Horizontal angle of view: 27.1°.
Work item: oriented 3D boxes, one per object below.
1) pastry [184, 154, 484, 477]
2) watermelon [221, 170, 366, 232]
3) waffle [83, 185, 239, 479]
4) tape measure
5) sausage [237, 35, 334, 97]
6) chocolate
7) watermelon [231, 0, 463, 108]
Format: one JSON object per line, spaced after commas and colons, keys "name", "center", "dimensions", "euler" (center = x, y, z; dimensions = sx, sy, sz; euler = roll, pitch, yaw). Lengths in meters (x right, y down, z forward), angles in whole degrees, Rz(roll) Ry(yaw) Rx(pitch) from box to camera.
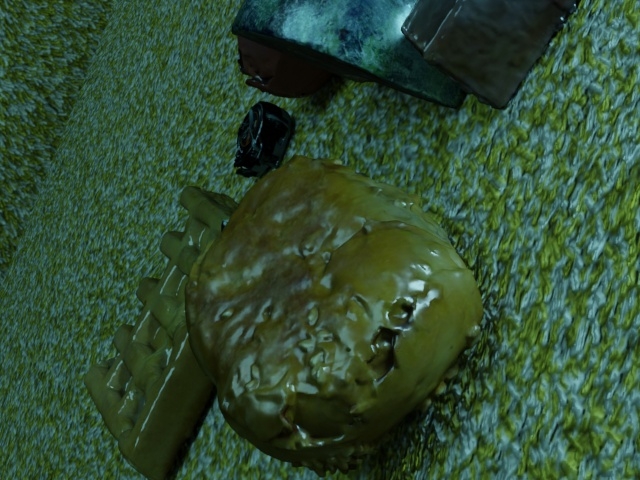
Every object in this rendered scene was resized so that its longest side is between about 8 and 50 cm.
{"name": "pastry", "center": [0.013, 0.067, 1.184], "dimensions": [0.255, 0.162, 0.311], "euler": [-37, 38, 9]}
{"name": "watermelon", "center": [0.002, 0.020, 1.430], "dimensions": [0.202, 0.136, 0.207], "euler": [-33, -22, -24]}
{"name": "waffle", "center": [-0.177, 0.105, 1.692], "dimensions": [0.348, 0.077, 0.304], "euler": [-62, 23, 3]}
{"name": "tape measure", "center": [-0.077, -0.137, 1.765], "dimensions": [0.091, 0.054, 0.094], "euler": [-19, 55, 59]}
{"name": "sausage", "center": [-0.008, -0.303, 1.662], "dimensions": [0.279, 0.152, 0.152], "euler": [-56, 23, 24]}
{"name": "chocolate", "center": [0.202, -0.289, 1.230], "dimensions": [0.321, 0.112, 0.112], "euler": [-57, 25, 18]}
{"name": "watermelon", "center": [0.056, -0.238, 1.446], "dimensions": [0.318, 0.226, 0.148], "euler": [26, 89, 35]}
